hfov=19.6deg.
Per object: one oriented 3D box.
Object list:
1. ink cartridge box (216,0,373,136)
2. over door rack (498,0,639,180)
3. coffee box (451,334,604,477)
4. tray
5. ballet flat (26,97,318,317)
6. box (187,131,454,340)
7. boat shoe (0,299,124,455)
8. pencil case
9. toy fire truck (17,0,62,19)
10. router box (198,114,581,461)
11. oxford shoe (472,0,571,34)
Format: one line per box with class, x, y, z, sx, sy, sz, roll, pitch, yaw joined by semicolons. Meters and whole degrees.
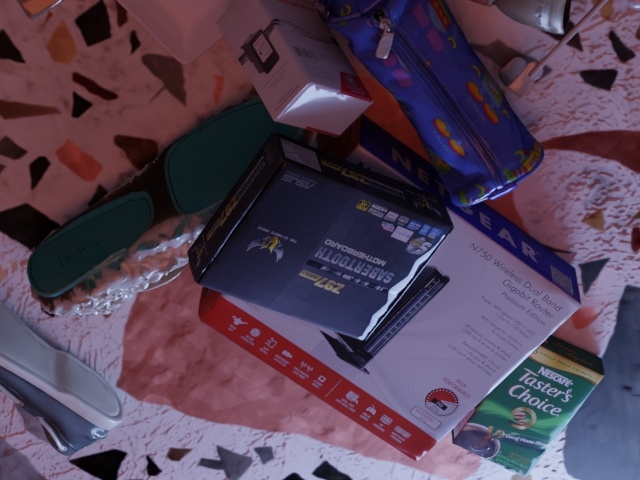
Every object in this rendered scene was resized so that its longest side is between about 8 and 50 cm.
ink cartridge box;-0.028;-0.191;1.960;0.109;0.150;0.063;10;132;-49
over door rack;0.384;-0.186;1.969;0.239;0.108;0.324;36;125;-17
coffee box;0.251;0.197;2.264;0.113;0.040;0.184;27;119;-13
tray;-0.096;-0.316;1.974;0.270;0.030;0.145;-36;113;21
ballet flat;-0.153;-0.032;2.111;0.409;0.147;0.147;-29;116;21
box;0.000;0.000;2.014;0.233;0.059;0.183;21;121;-29
boat shoe;-0.384;0.152;2.220;0.319;0.116;0.099;38;112;-25
pencil case;0.121;-0.172;1.994;0.119;0.133;0.306;-30;117;15
toy fire truck;-0.375;-0.314;1.856;0.217;0.246;0.158;-43;139;23
router box;0.079;0.061;2.165;0.335;0.082;0.301;34;117;-17
oxford shoe;0.274;-0.363;1.868;0.130;0.123;0.348;29;129;2
